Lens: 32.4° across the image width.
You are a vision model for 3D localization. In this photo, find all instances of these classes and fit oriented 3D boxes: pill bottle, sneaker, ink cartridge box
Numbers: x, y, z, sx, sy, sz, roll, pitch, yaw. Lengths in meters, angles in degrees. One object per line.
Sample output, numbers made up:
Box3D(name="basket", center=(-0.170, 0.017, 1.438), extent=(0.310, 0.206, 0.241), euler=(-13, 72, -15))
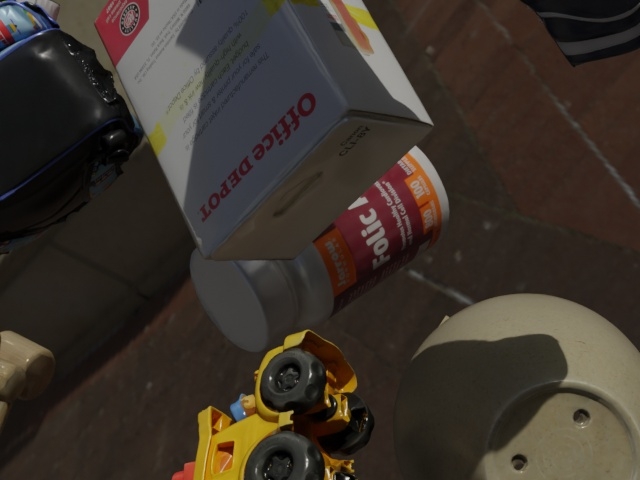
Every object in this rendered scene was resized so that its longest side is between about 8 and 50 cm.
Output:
Box3D(name="pill bottle", center=(0.000, 0.000, 1.767), extent=(0.392, 0.224, 0.224), euler=(-33, 9, -31))
Box3D(name="sneaker", center=(0.185, -0.252, 0.971), extent=(0.099, 0.153, 0.282), euler=(-45, 42, 2))
Box3D(name="ink cartridge box", center=(-0.080, -0.202, 1.312), extent=(0.279, 0.160, 0.384), euler=(-44, 61, 33))

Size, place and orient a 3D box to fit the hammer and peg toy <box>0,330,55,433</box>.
Box3D(name="hammer and peg toy", center=(-0.363, 0.214, 1.009), extent=(0.361, 0.127, 0.266), euler=(-10, -66, -65))

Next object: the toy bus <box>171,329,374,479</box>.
Box3D(name="toy bus", center=(-0.064, 0.224, 1.124), extent=(0.211, 0.149, 0.220), euler=(-15, 53, 25))

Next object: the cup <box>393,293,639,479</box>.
Box3D(name="cup", center=(0.254, 0.228, 1.250), extent=(0.331, 0.331, 0.237), euler=(-60, -1, -1))

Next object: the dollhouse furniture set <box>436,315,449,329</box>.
Box3D(name="dollhouse furniture set", center=(0.223, 0.158, 1.380), extent=(0.161, 0.182, 0.101), euler=(-46, -17, -57))

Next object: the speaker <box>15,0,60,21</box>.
Box3D(name="speaker", center=(-0.371, -0.238, 1.378), extent=(0.055, 0.055, 0.136), euler=(23, 95, 66))

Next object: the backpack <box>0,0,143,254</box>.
Box3D(name="backpack", center=(-0.195, -0.062, 0.704), extent=(0.158, 0.117, 0.173), euler=(-34, 1, -1))
